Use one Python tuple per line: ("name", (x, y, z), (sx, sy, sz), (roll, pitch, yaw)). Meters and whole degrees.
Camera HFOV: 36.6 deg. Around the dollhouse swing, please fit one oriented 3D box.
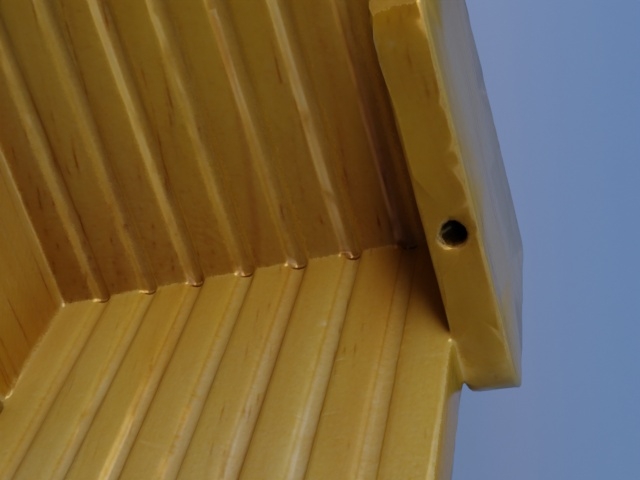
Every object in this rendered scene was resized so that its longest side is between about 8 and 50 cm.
("dollhouse swing", (-0.098, 0.018, 0.497), (0.305, 0.346, 0.315), (-54, 130, -61))
